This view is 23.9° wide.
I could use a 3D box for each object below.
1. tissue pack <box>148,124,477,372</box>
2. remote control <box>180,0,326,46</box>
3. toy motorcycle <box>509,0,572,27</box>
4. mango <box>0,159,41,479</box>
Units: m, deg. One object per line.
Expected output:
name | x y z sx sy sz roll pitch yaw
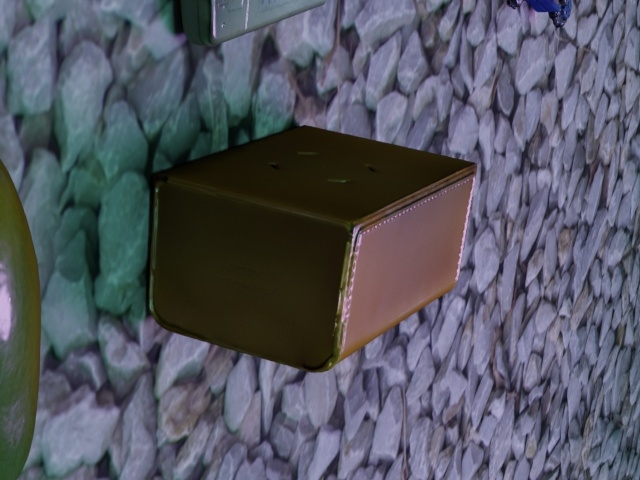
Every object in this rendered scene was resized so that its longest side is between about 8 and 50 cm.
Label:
tissue pack | 0.000 0.000 1.362 0.274 0.194 0.145 -26 124 -59
remote control | -0.052 -0.237 1.329 0.233 0.038 0.098 -34 131 -58
toy motorcycle | 0.294 -0.354 1.970 0.205 0.076 0.114 23 71 -63
mango | -0.231 0.050 0.964 0.156 0.114 0.251 -104 -179 -65
